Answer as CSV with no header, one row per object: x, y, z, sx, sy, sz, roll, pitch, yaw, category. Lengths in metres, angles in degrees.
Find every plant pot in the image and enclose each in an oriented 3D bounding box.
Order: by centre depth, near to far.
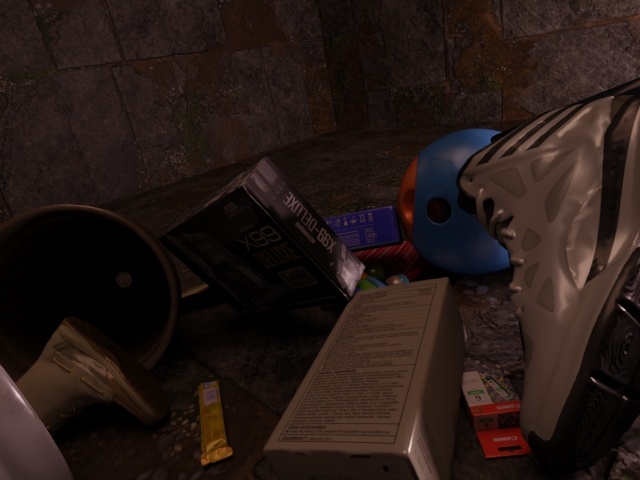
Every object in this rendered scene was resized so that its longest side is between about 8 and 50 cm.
-0.413,0.094,0.791,0.323,0.323,0.280,-14,5,-7,plant pot

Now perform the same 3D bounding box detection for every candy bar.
-0.156,0.253,0.596,0.040,0.018,0.161,-13,21,-15,candy bar

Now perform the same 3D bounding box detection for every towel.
0.129,0.038,0.981,0.275,0.031,0.199,6,26,36,towel

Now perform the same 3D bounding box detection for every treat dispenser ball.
0.301,-0.075,0.828,0.288,0.288,0.288,-9,22,4,treat dispenser ball

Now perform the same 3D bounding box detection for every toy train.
0.062,0.074,0.841,0.143,0.105,0.248,-8,19,-21,toy train

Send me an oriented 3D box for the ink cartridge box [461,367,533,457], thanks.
0.215,0.209,0.513,0.063,0.029,0.115,-9,21,6,ink cartridge box

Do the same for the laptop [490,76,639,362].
0.510,-0.017,0.584,0.408,0.381,0.236,-17,-26,41,laptop

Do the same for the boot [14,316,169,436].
-0.350,0.241,0.617,0.165,0.213,0.077,-51,-5,-7,boot

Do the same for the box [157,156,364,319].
-0.114,0.020,0.718,0.307,0.242,0.076,-19,31,45,box

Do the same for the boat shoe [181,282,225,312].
-0.248,0.116,0.936,0.153,0.056,0.048,-21,27,-5,boat shoe

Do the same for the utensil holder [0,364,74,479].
-0.494,0.254,0.351,0.328,0.327,0.385,6,29,36,utensil holder

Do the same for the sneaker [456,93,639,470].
0.286,0.026,0.534,0.169,0.447,0.257,28,-10,-33,sneaker

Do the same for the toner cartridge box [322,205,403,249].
0.000,0.000,0.907,0.348,0.075,0.165,-10,-6,14,toner cartridge box

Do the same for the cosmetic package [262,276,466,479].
0.080,0.175,0.514,0.160,0.113,0.309,-13,17,29,cosmetic package
